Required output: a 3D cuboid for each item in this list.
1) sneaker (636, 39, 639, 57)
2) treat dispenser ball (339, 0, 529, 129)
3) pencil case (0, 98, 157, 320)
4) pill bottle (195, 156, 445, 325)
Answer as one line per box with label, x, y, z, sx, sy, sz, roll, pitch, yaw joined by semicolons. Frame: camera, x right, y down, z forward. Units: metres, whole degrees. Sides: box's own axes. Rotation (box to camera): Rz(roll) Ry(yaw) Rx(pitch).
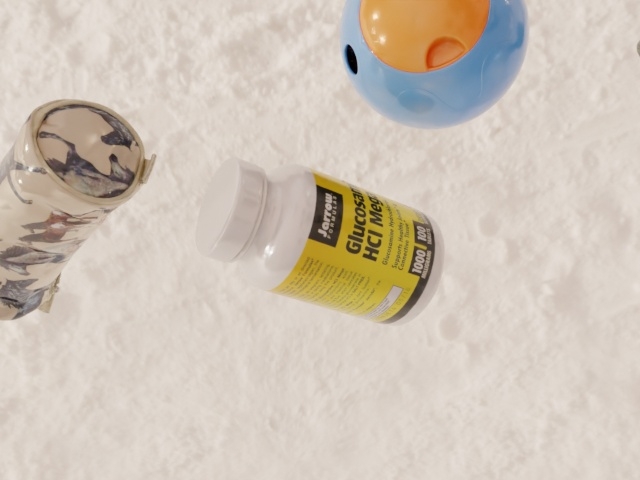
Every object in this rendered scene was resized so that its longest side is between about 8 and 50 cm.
sneaker;0.644;-0.313;1.098;0.163;0.086;0.226;-37;47;-6
treat dispenser ball;0.174;-0.317;1.085;0.289;0.288;0.288;1;72;-2
pencil case;-0.404;-0.031;1.020;0.184;0.410;0.159;19;49;-35
pill bottle;0.000;0.000;1.021;0.334;0.188;0.187;18;70;-27
